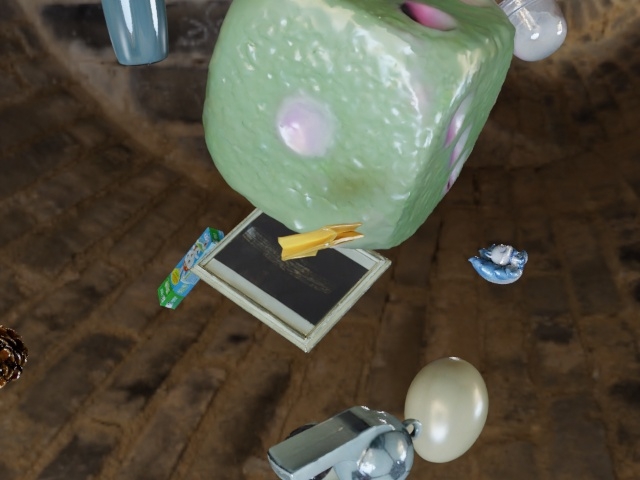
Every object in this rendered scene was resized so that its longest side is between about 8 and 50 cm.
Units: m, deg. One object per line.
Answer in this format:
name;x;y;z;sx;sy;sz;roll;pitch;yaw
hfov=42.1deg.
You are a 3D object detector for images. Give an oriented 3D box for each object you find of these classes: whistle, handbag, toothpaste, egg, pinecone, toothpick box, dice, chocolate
whistle;0.061;0.388;1.474;0.290;0.163;0.163;-22;-152;-24
handbag;0.000;0.000;0.902;0.083;0.027;0.061;-15;176;43
toothpaste;-0.348;0.077;2.243;0.050;0.266;0.065;19;-144;-37
egg;0.286;0.385;1.898;0.186;0.241;0.186;13;166;3
pinecone;-0.806;0.291;2.047;0.174;0.173;0.173;0;-159;0
toothpick box;-0.349;-0.427;1.579;0.120;0.184;0.120;-5;-156;2
dice;0.055;-0.204;1.126;0.318;0.322;0.330;31;-145;13
chocolate;0.487;-0.487;1.922;0.221;0.147;0.221;-23;175;-2

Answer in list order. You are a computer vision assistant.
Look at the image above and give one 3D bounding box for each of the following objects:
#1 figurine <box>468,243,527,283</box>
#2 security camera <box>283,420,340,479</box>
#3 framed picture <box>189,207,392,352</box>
figurine;0.335;0.041;1.583;0.114;0.079;0.114;-2;-145;1
security camera;-0.007;0.521;1.741;0.197;0.191;0.277;-12;-127;27
framed picture;-0.057;0.043;1.473;0.293;0.018;0.231;30;-117;30
